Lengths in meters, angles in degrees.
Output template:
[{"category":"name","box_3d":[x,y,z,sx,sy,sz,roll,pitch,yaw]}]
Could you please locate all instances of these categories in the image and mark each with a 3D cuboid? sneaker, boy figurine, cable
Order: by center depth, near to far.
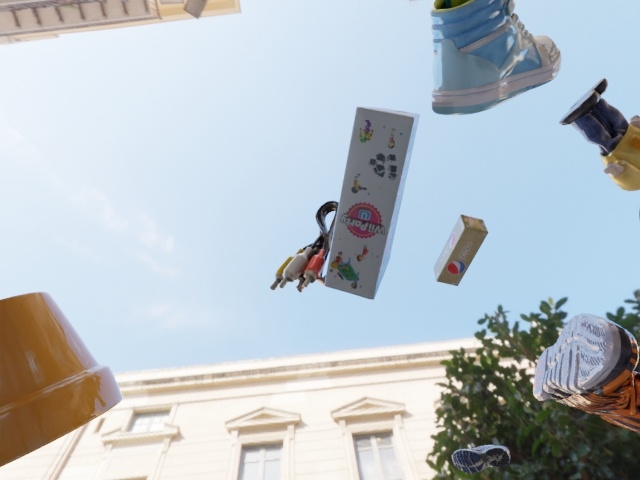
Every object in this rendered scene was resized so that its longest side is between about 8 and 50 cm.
[{"category":"sneaker","box_3d":[0.471,0.214,0.654,0.180,0.321,0.124,15,-110,19]},{"category":"sneaker","box_3d":[0.298,-0.348,0.677,0.319,0.127,0.208,-33,-58,-31]},{"category":"boy figurine","box_3d":[0.589,-0.164,0.780,0.285,0.092,0.177,46,-116,7]},{"category":"cable","box_3d":[0.000,0.000,0.903,0.139,0.287,0.072,-6,-44,37]},{"category":"sneaker","box_3d":[0.375,0.504,0.962,0.135,0.058,0.052,-22,-109,31]}]

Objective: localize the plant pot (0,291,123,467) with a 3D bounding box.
[{"category":"plant pot","box_3d":[-0.407,0.179,0.562,0.205,0.205,0.188,-23,-93,5]}]

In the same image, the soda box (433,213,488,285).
[{"category":"soda box","box_3d":[0.348,0.027,1.040,0.061,0.058,0.181,13,-53,-4]}]

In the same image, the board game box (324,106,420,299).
[{"category":"board game box","box_3d":[0.100,-0.081,0.757,0.097,0.224,0.303,14,-69,12]}]
